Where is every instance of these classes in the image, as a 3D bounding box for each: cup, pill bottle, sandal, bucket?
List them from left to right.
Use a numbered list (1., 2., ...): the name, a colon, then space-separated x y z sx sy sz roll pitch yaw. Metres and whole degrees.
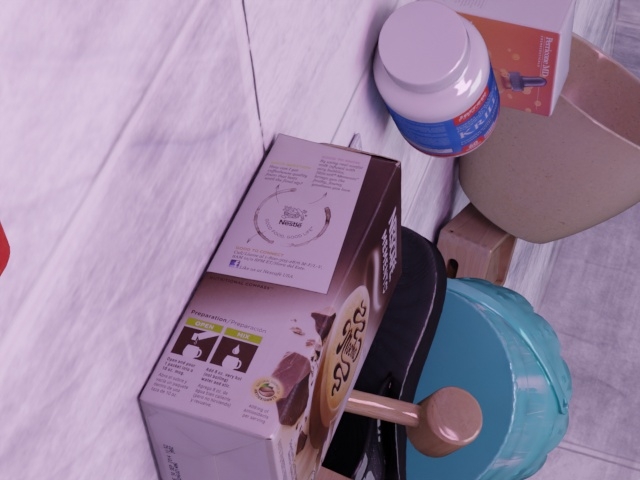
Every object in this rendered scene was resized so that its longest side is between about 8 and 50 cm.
1. sandal: 0.013 0.195 1.514 0.107 0.168 0.445 21 77 -60
2. bucket: 0.129 0.167 1.670 0.183 0.281 0.281 10 94 -67
3. pill bottle: 0.124 -0.174 1.594 0.221 0.124 0.124 45 61 -73
4. cup: 0.334 -0.135 2.136 0.237 0.331 0.331 -55 175 26

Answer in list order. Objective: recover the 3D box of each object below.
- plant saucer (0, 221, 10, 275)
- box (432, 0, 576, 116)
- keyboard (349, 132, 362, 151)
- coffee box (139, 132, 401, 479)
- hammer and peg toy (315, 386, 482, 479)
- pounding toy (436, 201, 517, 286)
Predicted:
1. plant saucer: -0.222 0.020 0.648 0.258 0.048 0.259 84 24 -53
2. box: 0.204 -0.237 1.738 0.130 0.171 0.091 88 22 -46
3. keyboard: 0.000 0.000 1.519 0.072 0.014 0.256 87 22 -49
4. coffee box: -0.031 0.076 1.268 0.168 0.119 0.297 84 25 -52
5. hammer and peg toy: -0.001 0.285 1.364 0.127 0.266 0.361 123 -11 -63
6. pounding toy: 0.199 0.063 2.188 0.206 0.094 0.181 -40 148 -51
